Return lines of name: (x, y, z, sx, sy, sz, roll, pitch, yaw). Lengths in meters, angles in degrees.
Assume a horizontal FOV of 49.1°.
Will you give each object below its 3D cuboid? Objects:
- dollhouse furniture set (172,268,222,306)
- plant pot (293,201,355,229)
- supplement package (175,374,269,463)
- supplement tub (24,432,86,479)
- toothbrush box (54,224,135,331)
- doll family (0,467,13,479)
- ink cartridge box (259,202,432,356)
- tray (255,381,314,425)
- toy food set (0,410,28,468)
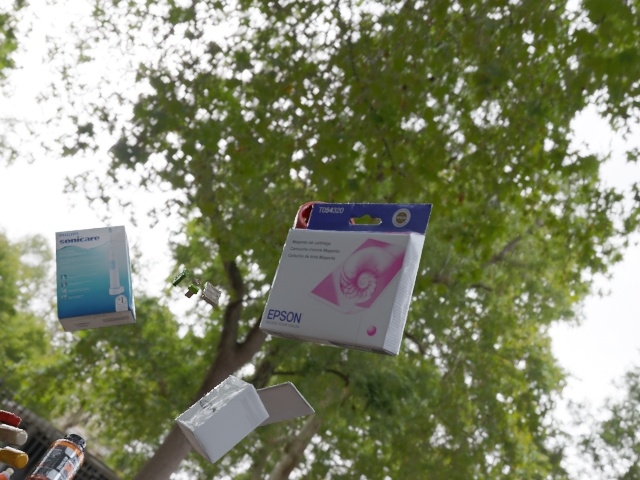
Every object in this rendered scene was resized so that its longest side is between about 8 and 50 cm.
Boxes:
dollhouse furniture set: (-0.392, 0.160, 2.227, 0.151, 0.076, 0.058, 39, -63, -19)
plant pot: (0.000, 0.000, 2.211, 0.191, 0.191, 0.174, 28, -54, 14)
supplement package: (-0.236, 0.427, 1.684, 0.105, 0.179, 0.105, 7, -53, 53)
supplement tub: (-0.719, 0.620, 1.918, 0.105, 0.198, 0.106, 5, -62, 9)
toothbrush box: (-0.697, 0.114, 2.167, 0.216, 0.296, 0.126, -7, -24, -13)
doll family: (-0.675, 0.459, 1.214, 0.118, 0.263, 0.163, 51, -21, 1)
ink cartridge box: (0.049, 0.059, 1.475, 0.324, 0.330, 0.071, 2, -20, 38)
tray: (-0.152, 0.531, 2.294, 0.270, 0.030, 0.145, -23, -68, 36)
toy food set: (-0.802, 0.460, 1.684, 0.104, 0.111, 0.232, 5, -30, 27)
